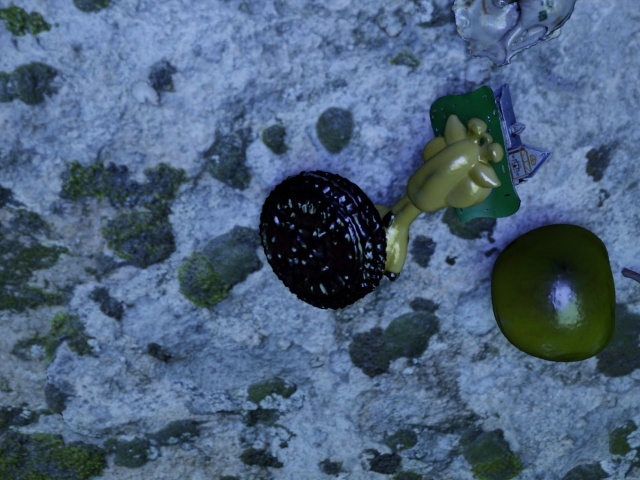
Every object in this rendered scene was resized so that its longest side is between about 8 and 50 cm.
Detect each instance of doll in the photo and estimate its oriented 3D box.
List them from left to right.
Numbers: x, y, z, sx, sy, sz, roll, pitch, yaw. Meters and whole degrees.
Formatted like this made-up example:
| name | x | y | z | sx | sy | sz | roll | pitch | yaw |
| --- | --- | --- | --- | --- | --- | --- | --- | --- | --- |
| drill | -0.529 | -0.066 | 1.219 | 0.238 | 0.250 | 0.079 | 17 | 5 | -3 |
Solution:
| name | x | y | z | sx | sy | sz | roll | pitch | yaw |
| --- | --- | --- | --- | --- | --- | --- | --- | --- | --- |
| doll | 0.119 | -0.043 | 0.865 | 0.291 | 0.086 | 0.117 | -46 | 70 | 37 |

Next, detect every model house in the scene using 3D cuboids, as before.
| name | x | y | z | sx | sy | sz | roll | pitch | yaw |
| --- | --- | --- | --- | --- | --- | --- | --- | --- | --- |
| model house | 0.224 | -0.119 | 0.868 | 0.088 | 0.117 | 0.167 | -21 | 96 | -32 |

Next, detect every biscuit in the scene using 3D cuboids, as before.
| name | x | y | z | sx | sy | sz | roll | pitch | yaw |
| --- | --- | --- | --- | --- | --- | --- | --- | --- | --- |
| biscuit | 0.000 | 0.000 | 0.878 | 0.194 | 0.053 | 0.195 | 18 | 121 | 33 |

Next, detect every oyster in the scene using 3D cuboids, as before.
| name | x | y | z | sx | sy | sz | roll | pitch | yaw |
| --- | --- | --- | --- | --- | --- | --- | --- | --- | --- |
| oyster | 0.246 | -0.277 | 0.811 | 0.165 | 0.053 | 0.109 | -18 | 98 | 12 |

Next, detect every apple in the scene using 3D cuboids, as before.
| name | x | y | z | sx | sy | sz | roll | pitch | yaw |
| --- | --- | --- | --- | --- | --- | --- | --- | --- | --- |
| apple | 0.317 | 0.072 | 0.916 | 0.156 | 0.196 | 0.197 | -10 | 118 | 22 |

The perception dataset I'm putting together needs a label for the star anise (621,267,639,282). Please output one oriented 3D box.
| name | x | y | z | sx | sy | sz | roll | pitch | yaw |
| --- | --- | --- | --- | --- | --- | --- | --- | --- | --- |
| star anise | 0.600 | 0.040 | 0.966 | 0.227 | 0.218 | 0.148 | 13 | 73 | -26 |
